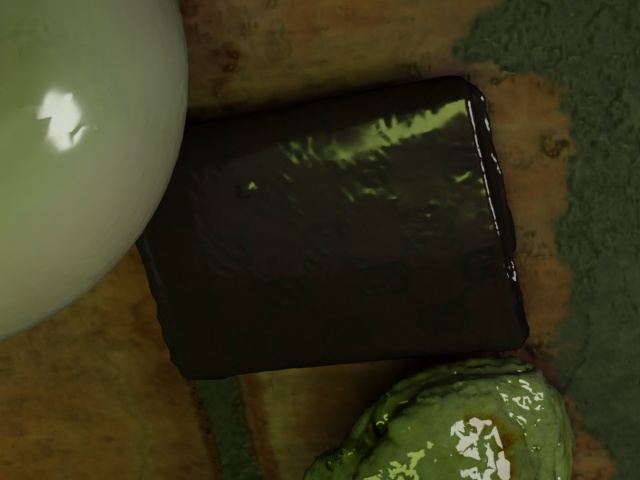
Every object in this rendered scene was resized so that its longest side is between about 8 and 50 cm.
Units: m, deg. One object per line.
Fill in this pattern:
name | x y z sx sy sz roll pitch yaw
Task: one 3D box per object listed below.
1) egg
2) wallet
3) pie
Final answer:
egg | -0.203 -0.082 0.598 0.283 0.345 0.283 -11 114 -27
wallet | 0.000 0.000 0.772 0.229 0.049 0.182 -8 117 15
pie | 0.074 0.196 0.795 0.201 0.090 0.248 -2 106 -20
